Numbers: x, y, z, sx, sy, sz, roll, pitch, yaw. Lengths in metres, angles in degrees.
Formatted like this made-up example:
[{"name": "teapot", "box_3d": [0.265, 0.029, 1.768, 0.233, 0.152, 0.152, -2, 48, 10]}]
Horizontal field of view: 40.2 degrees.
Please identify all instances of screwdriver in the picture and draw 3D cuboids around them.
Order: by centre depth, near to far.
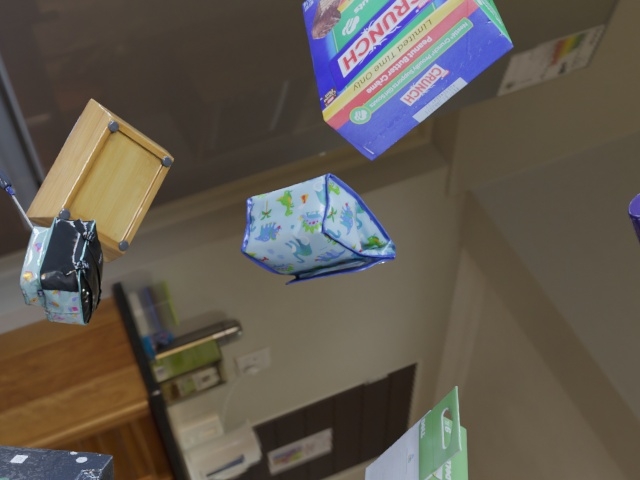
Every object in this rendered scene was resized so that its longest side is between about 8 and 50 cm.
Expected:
[{"name": "screwdriver", "box_3d": [-0.588, -0.077, 1.699, 0.170, 0.025, 0.024, 52, -20, 5]}]

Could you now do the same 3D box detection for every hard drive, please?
[{"name": "hard drive", "box_3d": [-0.525, 0.401, 1.363, 0.237, 0.339, 0.064, -61, 154, -74]}]

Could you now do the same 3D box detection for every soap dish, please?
[{"name": "soap dish", "box_3d": [-0.462, -0.122, 1.879, 0.118, 0.290, 0.229, 14, -16, 45]}]

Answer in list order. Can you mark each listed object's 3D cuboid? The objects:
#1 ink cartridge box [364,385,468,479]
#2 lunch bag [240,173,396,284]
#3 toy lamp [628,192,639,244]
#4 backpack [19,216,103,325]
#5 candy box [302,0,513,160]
[{"name": "ink cartridge box", "box_3d": [0.136, 0.295, 1.121, 0.209, 0.062, 0.109, -51, -164, 33]}, {"name": "lunch bag", "box_3d": [0.000, 0.000, 1.051, 0.151, 0.129, 0.096, 33, 54, -47]}, {"name": "toy lamp", "box_3d": [0.485, 0.038, 1.119, 0.275, 0.080, 0.080, 43, -2, -23]}, {"name": "backpack", "box_3d": [-0.479, 0.067, 1.633, 0.188, 0.145, 0.165, 91, -2, -54]}, {"name": "candy box", "box_3d": [0.114, -0.320, 1.296, 0.122, 0.268, 0.317, 32, 33, -35]}]
